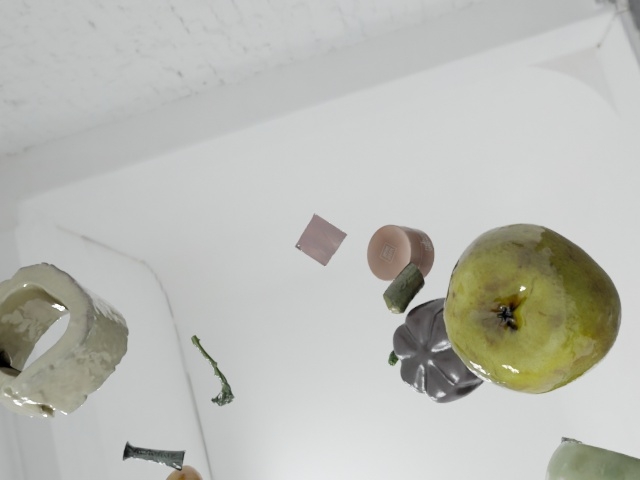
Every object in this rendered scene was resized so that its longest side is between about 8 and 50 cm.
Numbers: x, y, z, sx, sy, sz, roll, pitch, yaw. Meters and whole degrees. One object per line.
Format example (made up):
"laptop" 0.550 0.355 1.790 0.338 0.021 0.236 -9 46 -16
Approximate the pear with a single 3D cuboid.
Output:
"pear" 0.370 0.124 1.237 0.304 0.303 0.304 -17 -90 -84

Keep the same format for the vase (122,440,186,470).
"vase" -0.465 0.602 1.944 0.059 0.166 0.059 -168 90 -84

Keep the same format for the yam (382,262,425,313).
"yam" 0.196 0.118 1.652 0.146 0.069 0.070 -47 -48 -32

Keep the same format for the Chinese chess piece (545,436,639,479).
"Chinese chess piece" 0.686 0.564 1.557 0.349 0.349 0.147 59 -131 -65

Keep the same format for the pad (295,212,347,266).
"pad" 0.000 0.000 2.021 0.006 0.113 0.188 -56 -1 -38

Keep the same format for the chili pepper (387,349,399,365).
"chili pepper" 0.235 0.347 2.135 0.030 0.091 0.034 44 161 -14

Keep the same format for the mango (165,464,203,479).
"mango" -0.393 0.770 1.946 0.159 0.191 0.291 21 -128 -23

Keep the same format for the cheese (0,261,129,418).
"cheese" -0.568 0.215 1.434 0.292 0.332 0.153 -62 -39 -20

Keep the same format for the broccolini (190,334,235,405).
"broccolini" -0.235 0.294 1.565 0.054 0.052 0.194 -42 -60 -49

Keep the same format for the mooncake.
"mooncake" 0.284 0.252 1.613 0.133 0.244 0.245 -8 -102 -41

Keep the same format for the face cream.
"face cream" 0.209 0.036 1.812 0.104 0.149 0.149 8 -120 -44
